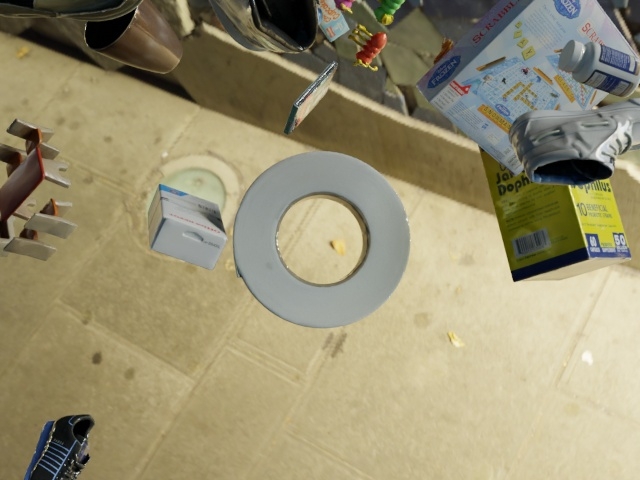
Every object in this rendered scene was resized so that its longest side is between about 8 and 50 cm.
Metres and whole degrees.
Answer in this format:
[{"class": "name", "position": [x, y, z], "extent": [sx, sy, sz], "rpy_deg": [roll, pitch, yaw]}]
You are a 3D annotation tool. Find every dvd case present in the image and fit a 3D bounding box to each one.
[{"class": "dvd case", "position": [-0.017, -0.239, 1.300], "extent": [0.013, 0.087, 0.119], "rpy_deg": [38, 64, 4]}]

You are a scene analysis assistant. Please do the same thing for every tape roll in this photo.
[{"class": "tape roll", "position": [0.000, 0.000, 1.688], "extent": [0.392, 0.072, 0.391], "rpy_deg": [0, 86, -7]}]

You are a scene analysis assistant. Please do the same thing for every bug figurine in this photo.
[{"class": "bug figurine", "position": [0.069, -0.464, 1.628], "extent": [0.216, 0.279, 0.072], "rpy_deg": [-50, 52, 33]}]

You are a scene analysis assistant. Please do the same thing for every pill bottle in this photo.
[{"class": "pill bottle", "position": [0.447, -0.278, 1.239], "extent": [0.120, 0.067, 0.067], "rpy_deg": [18, 64, -9]}]

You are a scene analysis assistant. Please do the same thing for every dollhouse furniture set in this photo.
[{"class": "dollhouse furniture set", "position": [-0.623, -0.078, 1.536], "extent": [0.259, 0.135, 0.262], "rpy_deg": [-40, 55, 25]}]

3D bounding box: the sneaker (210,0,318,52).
[{"class": "sneaker", "position": [-0.138, -0.462, 1.133], "extent": [0.169, 0.447, 0.257], "rpy_deg": [-44, 31, -6]}]

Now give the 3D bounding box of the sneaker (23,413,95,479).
[{"class": "sneaker", "position": [-0.470, 0.412, 1.404], "extent": [0.091, 0.081, 0.232], "rpy_deg": [-16, 40, 8]}]

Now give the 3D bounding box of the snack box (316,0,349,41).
[{"class": "snack box", "position": [-0.046, -0.596, 1.688], "extent": [0.060, 0.322, 0.187], "rpy_deg": [-32, 63, 7]}]

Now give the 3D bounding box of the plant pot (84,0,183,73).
[{"class": "plant pot", "position": [-0.512, -0.582, 2.211], "extent": [0.215, 0.230, 0.215], "rpy_deg": [-15, 63, 31]}]

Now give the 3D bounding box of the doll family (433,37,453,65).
[{"class": "doll family", "position": [0.363, -0.457, 1.962], "extent": [0.163, 0.263, 0.118], "rpy_deg": [-31, 82, 11]}]

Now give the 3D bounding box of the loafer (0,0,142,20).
[{"class": "loafer", "position": [-0.363, -0.348, 1.070], "extent": [0.251, 0.087, 0.094], "rpy_deg": [-5, 104, 10]}]

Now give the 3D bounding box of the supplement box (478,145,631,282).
[{"class": "supplement box", "position": [0.514, -0.102, 1.718], "extent": [0.195, 0.194, 0.356], "rpy_deg": [-25, 71, 44]}]

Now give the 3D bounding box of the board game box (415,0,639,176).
[{"class": "board game box", "position": [0.387, -0.306, 1.417], "extent": [0.318, 0.319, 0.066], "rpy_deg": [-43, 45, 18]}]

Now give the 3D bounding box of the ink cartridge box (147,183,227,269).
[{"class": "ink cartridge box", "position": [-0.295, -0.032, 1.692], "extent": [0.085, 0.148, 0.203], "rpy_deg": [-63, 22, 17]}]

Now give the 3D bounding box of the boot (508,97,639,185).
[{"class": "boot", "position": [0.415, -0.133, 1.137], "extent": [0.258, 0.095, 0.123], "rpy_deg": [-6, 47, 2]}]
